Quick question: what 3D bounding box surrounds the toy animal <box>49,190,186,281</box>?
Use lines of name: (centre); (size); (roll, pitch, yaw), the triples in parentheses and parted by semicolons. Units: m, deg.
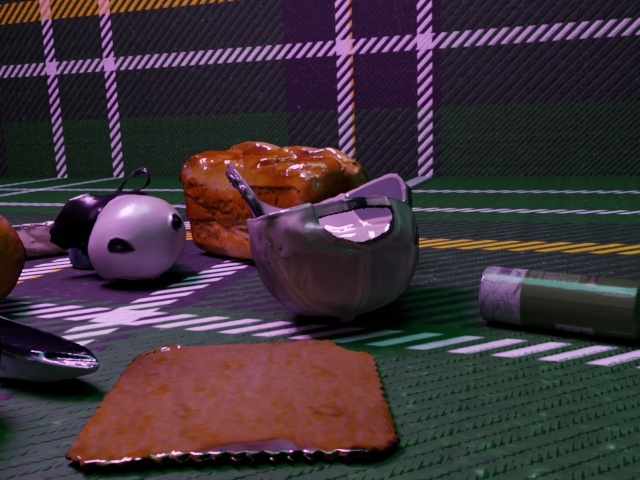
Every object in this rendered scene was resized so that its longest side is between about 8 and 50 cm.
toy animal: (-0.285, 0.000, 1.002); (0.166, 0.138, 0.179); (-32, 33, -29)

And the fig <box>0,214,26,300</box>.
fig: (-0.486, 0.045, 0.805); (0.159, 0.159, 0.257); (6, 30, 38)

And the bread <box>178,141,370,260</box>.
bread: (-0.072, -0.059, 1.096); (0.344, 0.195, 0.149); (11, 22, 44)

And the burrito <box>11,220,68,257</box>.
burrito: (-0.524, 0.005, 1.181); (0.229, 0.058, 0.063); (-7, -22, -27)

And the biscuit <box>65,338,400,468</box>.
biscuit: (-0.062, 0.124, 0.565); (0.232, 0.013, 0.237); (-3, 11, -1)

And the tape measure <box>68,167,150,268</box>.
tape measure: (-0.352, -0.040, 1.116); (0.104, 0.179, 0.107); (17, 14, 12)

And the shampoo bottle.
shampoo bottle: (0.269, 0.065, 0.694); (0.204, 0.065, 0.065); (5, 12, 33)

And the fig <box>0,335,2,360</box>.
fig: (-0.328, 0.084, 0.510); (0.202, 0.148, 0.149); (-32, -45, 30)

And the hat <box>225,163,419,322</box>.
hat: (-0.003, -0.006, 0.807); (0.232, 0.161, 0.275); (5, 18, -25)

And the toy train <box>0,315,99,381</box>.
toy train: (-0.300, 0.104, 0.640); (0.252, 0.048, 0.055); (11, 10, 30)
